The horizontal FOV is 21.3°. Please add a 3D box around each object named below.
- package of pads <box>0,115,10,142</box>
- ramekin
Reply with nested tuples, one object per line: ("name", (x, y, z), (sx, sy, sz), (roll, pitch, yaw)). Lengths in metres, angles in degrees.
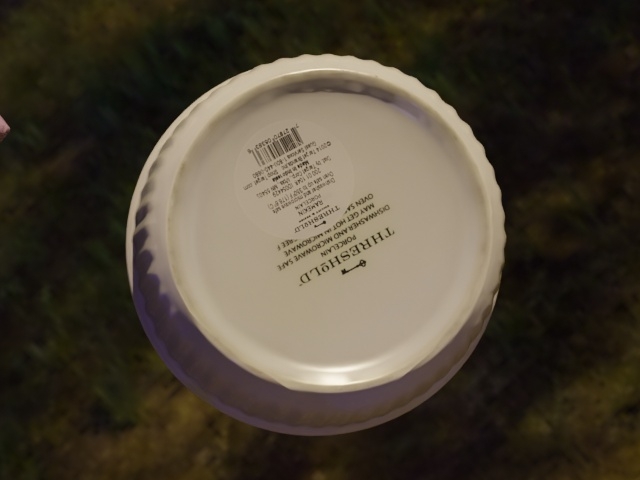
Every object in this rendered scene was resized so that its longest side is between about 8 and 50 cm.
("package of pads", (-0.153, -0.032, 0.621), (0.050, 0.032, 0.083), (-42, -4, 14))
("ramekin", (0.000, 0.000, 0.891), (0.207, 0.207, 0.109), (-44, -1, -6))
